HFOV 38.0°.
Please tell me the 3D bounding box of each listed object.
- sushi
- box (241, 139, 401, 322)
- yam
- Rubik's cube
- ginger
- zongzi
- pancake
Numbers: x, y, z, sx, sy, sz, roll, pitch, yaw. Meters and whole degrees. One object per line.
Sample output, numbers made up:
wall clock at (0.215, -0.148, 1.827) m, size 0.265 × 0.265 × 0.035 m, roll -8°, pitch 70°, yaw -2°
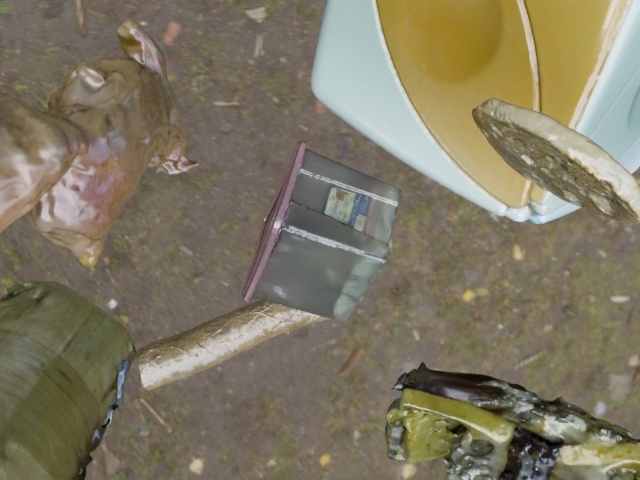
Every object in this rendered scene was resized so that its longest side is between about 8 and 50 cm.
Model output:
sushi at (0.197, 0.218, 0.865) m, size 0.139 × 0.290 × 0.131 m, roll 94°, pitch 18°, yaw -47°
box at (0.000, 0.000, 0.495) m, size 0.063 × 0.085 × 0.060 m, roll 18°, pitch 56°, yaw -7°
yam at (-0.101, 0.119, 1.232) m, size 0.299 × 0.066 × 0.066 m, roll -20°, pitch 113°, yaw -12°
Rubik's cube at (0.236, -0.259, 1.075) m, size 0.351 × 0.352 × 0.347 m, roll -22°, pitch 138°, yaw -51°
ginger at (-0.167, -0.031, 0.516) m, size 0.290 × 0.084 × 0.122 m, roll -46°, pitch 137°, yaw -51°
zongzi at (-0.320, 0.231, 0.752) m, size 0.174 × 0.356 × 0.393 m, roll 36°, pitch 117°, yaw -10°
pancake at (0.175, -0.059, 0.693) m, size 0.151 × 0.151 × 0.025 m, roll 33°, pitch 90°, yaw -31°
